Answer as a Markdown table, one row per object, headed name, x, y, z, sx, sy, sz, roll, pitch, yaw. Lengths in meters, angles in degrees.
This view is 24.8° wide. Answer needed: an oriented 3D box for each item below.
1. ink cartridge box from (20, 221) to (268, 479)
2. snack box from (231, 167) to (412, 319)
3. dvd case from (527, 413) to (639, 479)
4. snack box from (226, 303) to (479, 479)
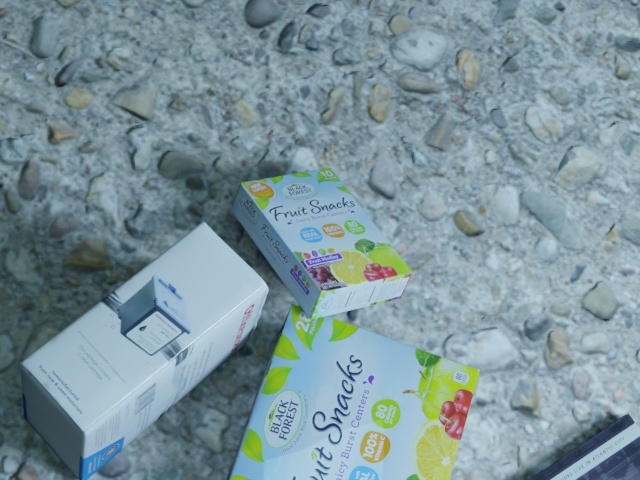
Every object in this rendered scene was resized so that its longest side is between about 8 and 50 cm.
| name | x | y | z | sx | sy | sz | roll | pitch | yaw |
| --- | --- | --- | --- | --- | --- | --- | --- | --- | --- |
| ink cartridge box | -0.144 | 0.092 | 1.180 | 0.082 | 0.140 | 0.190 | 44 | 65 | 11 |
| snack box | 0.000 | 0.000 | 1.269 | 0.100 | 0.037 | 0.141 | -10 | 48 | -35 |
| dvd case | 0.266 | 0.282 | 1.247 | 0.164 | 0.018 | 0.221 | -29 | 76 | -20 |
| snack box | 0.020 | 0.180 | 1.213 | 0.174 | 0.070 | 0.207 | 20 | 63 | -1 |
